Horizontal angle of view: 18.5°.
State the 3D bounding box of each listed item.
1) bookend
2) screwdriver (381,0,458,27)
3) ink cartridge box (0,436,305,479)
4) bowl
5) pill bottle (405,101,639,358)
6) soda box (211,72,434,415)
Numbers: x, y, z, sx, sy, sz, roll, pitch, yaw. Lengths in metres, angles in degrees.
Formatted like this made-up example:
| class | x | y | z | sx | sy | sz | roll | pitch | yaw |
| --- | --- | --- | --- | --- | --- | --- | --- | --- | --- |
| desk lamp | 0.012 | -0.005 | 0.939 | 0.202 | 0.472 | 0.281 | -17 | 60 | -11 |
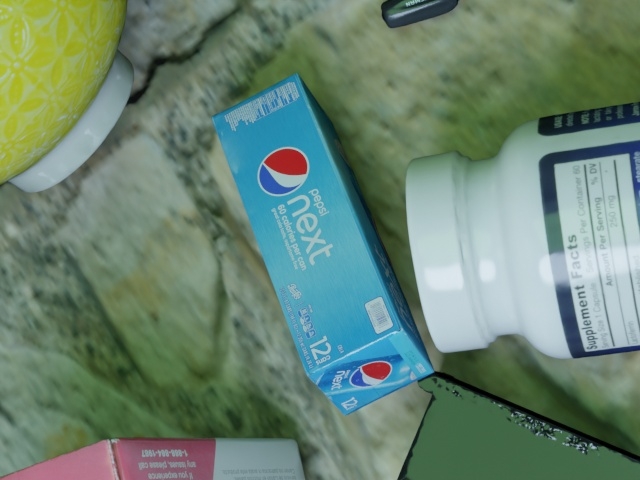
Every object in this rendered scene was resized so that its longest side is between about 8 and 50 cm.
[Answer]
| class | x | y | z | sx | sy | sz | roll | pitch | yaw |
| --- | --- | --- | --- | --- | --- | --- | --- | --- | --- |
| bookend | 0.111 | 0.183 | 1.245 | 0.156 | 0.072 | 0.157 | 22 | 89 | 15 |
| screwdriver | 0.122 | -0.175 | 1.311 | 0.170 | 0.024 | 0.025 | -16 | 51 | 9 |
| ink cartridge box | -0.079 | 0.268 | 1.190 | 0.117 | 0.207 | 0.283 | -21 | 74 | 27 |
| bowl | -0.217 | -0.122 | 1.296 | 0.156 | 0.289 | 0.289 | 40 | 94 | -29 |
| pill bottle | 0.193 | -0.009 | 1.208 | 0.265 | 0.153 | 0.153 | -8 | 82 | 12 |
| soda box | 0.000 | 0.000 | 1.257 | 0.067 | 0.071 | 0.210 | -26 | 57 | 8 |
